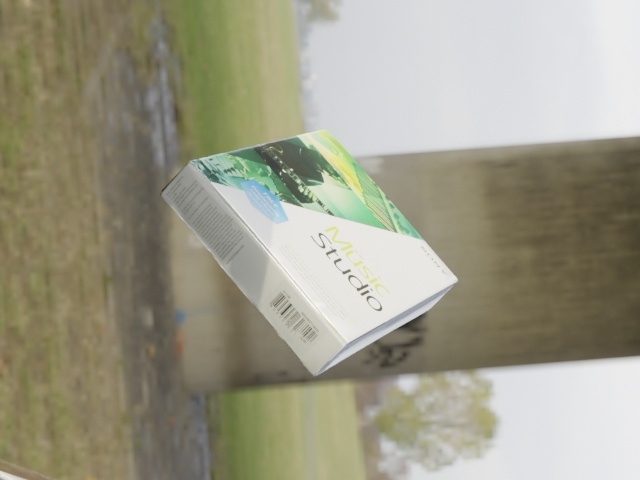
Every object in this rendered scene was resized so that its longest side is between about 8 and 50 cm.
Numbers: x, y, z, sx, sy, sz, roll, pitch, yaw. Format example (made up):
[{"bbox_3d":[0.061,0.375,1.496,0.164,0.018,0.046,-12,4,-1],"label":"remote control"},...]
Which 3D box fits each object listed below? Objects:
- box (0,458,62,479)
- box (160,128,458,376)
[{"bbox_3d":[-0.181,0.231,0.831,0.168,0.167,0.203,31,77,-42],"label":"box"},{"bbox_3d":[0.000,0.000,1.544,0.232,0.058,0.322,49,23,9],"label":"box"}]
